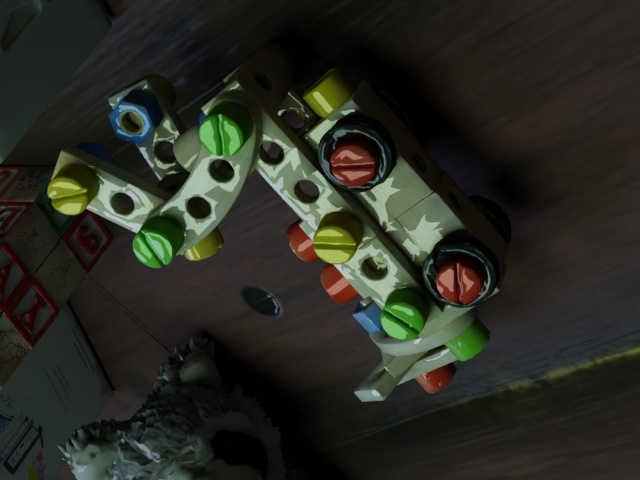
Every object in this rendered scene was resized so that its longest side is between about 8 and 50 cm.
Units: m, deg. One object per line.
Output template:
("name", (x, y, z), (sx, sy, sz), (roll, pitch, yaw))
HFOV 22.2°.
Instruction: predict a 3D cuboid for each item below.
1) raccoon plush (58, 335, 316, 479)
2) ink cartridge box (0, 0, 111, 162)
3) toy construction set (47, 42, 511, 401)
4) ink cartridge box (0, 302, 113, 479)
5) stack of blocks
("raccoon plush", (-0.151, 0.263, 1.529), (0.299, 0.216, 0.446), (51, 144, -13))
("ink cartridge box", (-0.273, -0.138, 1.136), (0.208, 0.153, 0.087), (7, 140, 35))
("toy construction set", (0.000, 0.000, 1.091), (0.215, 0.151, 0.328), (-35, 119, 29))
("ink cartridge box", (-0.341, 0.159, 1.505), (0.171, 0.232, 0.168), (13, 142, 28))
("stack of blocks", (-0.345, 0.025, 1.392), (0.297, 0.171, 0.087), (2, 136, 39))
